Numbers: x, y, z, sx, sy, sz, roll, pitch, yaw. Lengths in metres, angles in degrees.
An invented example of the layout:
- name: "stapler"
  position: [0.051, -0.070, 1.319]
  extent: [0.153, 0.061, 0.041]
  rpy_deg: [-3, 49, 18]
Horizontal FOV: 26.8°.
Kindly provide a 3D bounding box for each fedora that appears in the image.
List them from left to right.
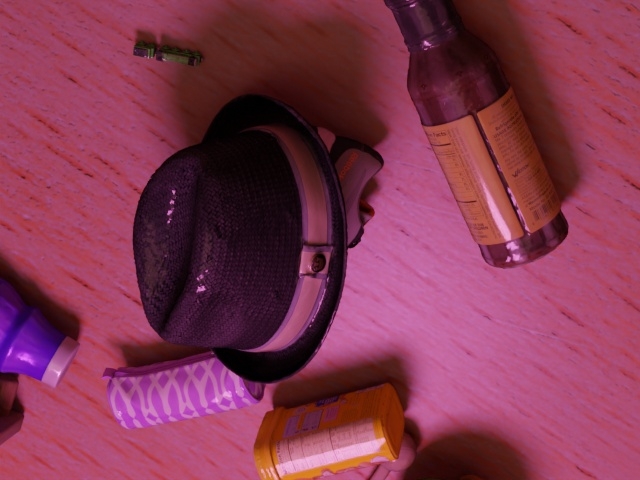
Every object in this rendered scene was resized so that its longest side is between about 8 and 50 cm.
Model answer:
- name: "fedora"
  position: [-0.115, 0.003, 1.499]
  extent: [0.334, 0.152, 0.334]
  rpy_deg: [7, 99, 50]

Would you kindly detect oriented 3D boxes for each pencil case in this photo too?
- name: "pencil case"
  position: [-0.169, 0.182, 1.704]
  extent: [0.206, 0.086, 0.088]
  rpy_deg: [-16, 123, 17]

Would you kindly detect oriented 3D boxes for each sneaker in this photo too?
- name: "sneaker"
  position: [0.000, 0.000, 1.585]
  extent: [0.108, 0.100, 0.272]
  rpy_deg: [12, 120, -10]

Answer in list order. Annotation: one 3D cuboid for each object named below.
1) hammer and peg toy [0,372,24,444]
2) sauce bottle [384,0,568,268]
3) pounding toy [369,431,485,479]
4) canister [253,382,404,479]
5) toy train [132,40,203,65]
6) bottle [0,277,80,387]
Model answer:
- name: "hammer and peg toy"
  position: [-0.540, 0.218, 1.654]
  extent: [0.265, 0.361, 0.127]
  rpy_deg: [18, 96, 4]
- name: "sauce bottle"
  position: [0.167, -0.139, 1.480]
  extent: [0.111, 0.111, 0.344]
  rpy_deg: [-19, 108, 19]
- name: "pounding toy"
  position: [0.167, 0.353, 1.721]
  extent: [0.237, 0.110, 0.183]
  rpy_deg: [38, 132, 26]
- name: "canister"
  position: [0.014, 0.244, 1.675]
  extent: [0.169, 0.126, 0.073]
  rpy_deg: [-17, 110, 16]
- name: "toy train"
  position: [-0.178, -0.216, 1.563]
  extent: [0.083, 0.024, 0.017]
  rpy_deg: [11, 116, 7]
- name: "bottle"
  position: [-0.447, 0.093, 1.717]
  extent: [0.282, 0.092, 0.118]
  rpy_deg: [28, 117, -2]
